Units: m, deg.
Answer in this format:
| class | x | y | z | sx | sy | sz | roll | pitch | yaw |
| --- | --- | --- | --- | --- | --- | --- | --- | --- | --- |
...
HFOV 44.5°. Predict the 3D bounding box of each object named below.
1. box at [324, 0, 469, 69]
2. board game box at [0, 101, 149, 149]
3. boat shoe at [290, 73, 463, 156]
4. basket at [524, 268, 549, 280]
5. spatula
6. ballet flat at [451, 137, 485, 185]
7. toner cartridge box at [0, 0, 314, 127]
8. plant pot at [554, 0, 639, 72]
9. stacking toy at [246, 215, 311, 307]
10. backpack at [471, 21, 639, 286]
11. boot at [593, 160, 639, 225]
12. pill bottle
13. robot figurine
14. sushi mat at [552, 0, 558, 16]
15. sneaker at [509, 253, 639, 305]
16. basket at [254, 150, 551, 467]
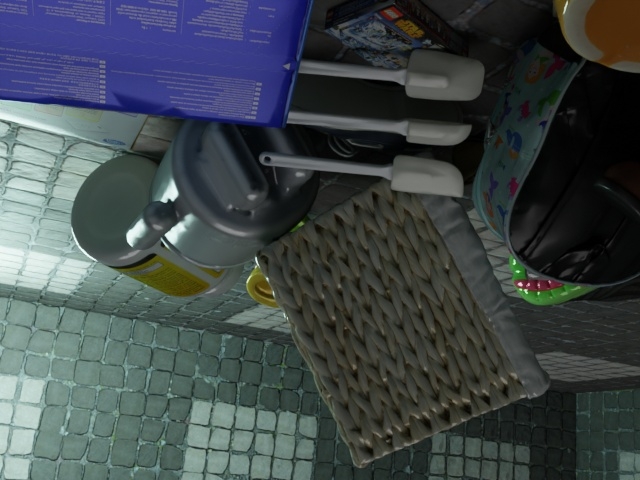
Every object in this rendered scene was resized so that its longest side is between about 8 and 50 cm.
| class | x | y | z | sx | sy | sz | roll | pitch | yaw |
| --- | --- | --- | --- | --- | --- | --- | --- | --- | --- |
| box | 0.084 | -0.219 | 0.842 | 0.094 | 0.027 | 0.137 | -8 | 159 | 41 |
| board game box | -0.306 | -0.214 | 0.924 | 0.242 | 0.064 | 0.316 | 13 | 162 | -22 |
| boat shoe | 0.046 | -0.156 | 0.962 | 0.255 | 0.095 | 0.079 | 2 | 154 | -18 |
| basket | 0.356 | -0.026 | 1.130 | 0.113 | 0.167 | 0.103 | -1 | 118 | 21 |
| spatula | 0.051 | -0.136 | 0.877 | 0.242 | 0.019 | 0.168 | 8 | 125 | 6 |
| ballet flat | 0.300 | -0.095 | 1.096 | 0.232 | 0.073 | 0.080 | 4 | 161 | 6 |
| toner cartridge box | -0.192 | -0.206 | 0.743 | 0.348 | 0.075 | 0.165 | 4 | 139 | -12 |
| plant pot | 0.212 | -0.214 | 0.473 | 0.205 | 0.187 | 0.205 | 5 | 163 | 2 |
| stacking toy | 0.000 | 0.000 | 1.547 | 0.309 | 0.130 | 0.279 | 0 | 136 | 10 |
| backpack | 0.283 | -0.085 | 0.826 | 0.225 | 0.253 | 0.191 | 11 | -161 | -19 |
| boot | 0.388 | -0.117 | 0.678 | 0.264 | 0.280 | 0.096 | 13 | -155 | -32 |
| pill bottle | -0.268 | -0.005 | 1.386 | 0.188 | 0.187 | 0.334 | -1 | 162 | 21 |
| robot figurine | -0.128 | -0.072 | 1.095 | 0.300 | 0.199 | 0.353 | -24 | 176 | -24 |
| sushi mat | 0.265 | -0.272 | 0.623 | 0.151 | 0.019 | 0.316 | 2 | 163 | 16 |
| sneaker | 0.539 | 0.003 | 1.246 | 0.202 | 0.185 | 0.483 | -3 | 177 | -44 |
| basket | 0.109 | 0.084 | 1.084 | 0.266 | 0.331 | 0.328 | -26 | 178 | 7 |
